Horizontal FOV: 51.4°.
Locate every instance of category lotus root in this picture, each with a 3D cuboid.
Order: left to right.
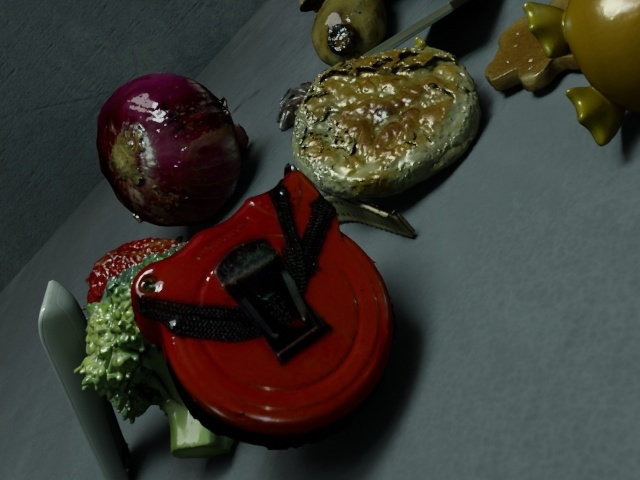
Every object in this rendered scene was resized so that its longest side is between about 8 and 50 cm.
[{"bbox_3d":[0.062,-0.447,1.389,0.160,0.146,0.284,-53,11,30],"label":"lotus root"}]

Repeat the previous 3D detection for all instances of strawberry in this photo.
[{"bbox_3d":[-0.389,0.056,1.413,0.306,0.137,0.233,-32,28,36],"label":"strawberry"}]

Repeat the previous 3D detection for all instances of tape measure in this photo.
[{"bbox_3d":[-0.044,0.076,0.681,0.253,0.260,0.114,-35,-17,-23],"label":"tape measure"}]

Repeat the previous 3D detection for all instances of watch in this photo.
[{"bbox_3d":[-0.007,0.003,0.911,0.165,0.102,0.268,-39,22,-17],"label":"watch"}]

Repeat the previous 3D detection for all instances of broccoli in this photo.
[{"bbox_3d":[-0.185,0.131,0.860,0.288,0.235,0.260,90,-161,-61],"label":"broccoli"}]

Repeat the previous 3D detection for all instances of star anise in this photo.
[{"bbox_3d":[-0.016,-0.307,1.408,0.182,0.065,0.195,4,48,54],"label":"star anise"}]

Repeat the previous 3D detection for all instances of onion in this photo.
[{"bbox_3d":[-0.299,-0.207,1.492,0.347,0.348,0.385,-28,-3,37],"label":"onion"}]

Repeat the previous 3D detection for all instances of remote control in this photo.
[{"bbox_3d":[-0.316,0.206,0.923,0.055,0.313,0.109,-18,22,-11],"label":"remote control"}]

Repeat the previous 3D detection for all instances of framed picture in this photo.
[{"bbox_3d":[0.201,-0.378,1.114,0.189,0.023,0.260,-19,17,47],"label":"framed picture"}]

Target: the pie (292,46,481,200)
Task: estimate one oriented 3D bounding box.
[{"bbox_3d":[0.087,-0.170,0.923,0.274,0.055,0.274,-11,56,16],"label":"pie"}]

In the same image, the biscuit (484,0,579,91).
[{"bbox_3d":[0.311,-0.254,0.828,0.225,0.036,0.166,-10,46,50],"label":"biscuit"}]

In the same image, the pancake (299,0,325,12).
[{"bbox_3d":[0.108,-0.623,1.535,0.356,0.065,0.356,-25,5,2],"label":"pancake"}]

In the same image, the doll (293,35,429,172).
[{"bbox_3d":[0.067,-0.195,1.048,0.293,0.138,0.119,-41,-19,11],"label":"doll"}]

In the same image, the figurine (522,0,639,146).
[{"bbox_3d":[0.324,-0.212,0.590,0.215,0.215,0.228,-58,3,-19],"label":"figurine"}]
